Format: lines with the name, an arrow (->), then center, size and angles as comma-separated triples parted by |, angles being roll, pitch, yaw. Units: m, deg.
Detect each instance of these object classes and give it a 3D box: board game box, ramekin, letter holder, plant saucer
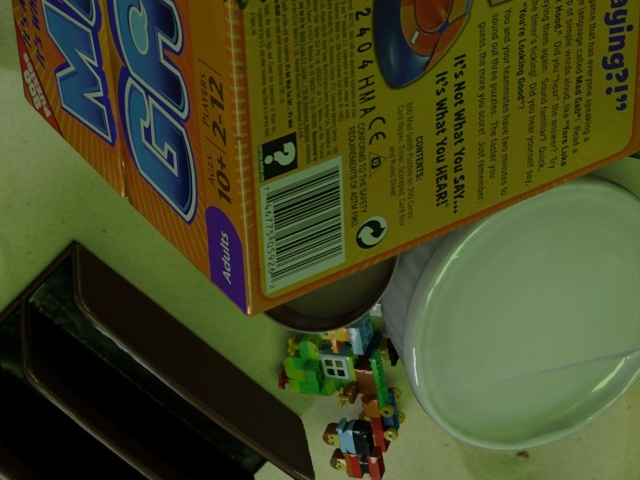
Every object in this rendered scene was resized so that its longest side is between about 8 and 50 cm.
board game box -> -0.003, -0.231, 1.444 | 0.356, 0.356, 0.356 | -22, 130, -25
ramekin -> 0.178, 0.046, 1.807 | 0.273, 0.127, 0.273 | -11, 119, -21
letter holder -> -0.157, 0.183, 1.792 | 0.152, 0.214, 0.302 | -44, 115, 13
plant saucer -> 0.000, 0.000, 1.785 | 0.168, 0.029, 0.168 | -1, 88, 25

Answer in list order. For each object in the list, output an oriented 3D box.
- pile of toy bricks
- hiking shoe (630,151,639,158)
pile of toy bricks -> 0.009, 0.126, 1.866 | 0.105, 0.118, 0.212 | 4, 128, 20
hiking shoe -> 0.340, -0.175, 1.781 | 0.227, 0.086, 0.114 | -44, 112, 2
